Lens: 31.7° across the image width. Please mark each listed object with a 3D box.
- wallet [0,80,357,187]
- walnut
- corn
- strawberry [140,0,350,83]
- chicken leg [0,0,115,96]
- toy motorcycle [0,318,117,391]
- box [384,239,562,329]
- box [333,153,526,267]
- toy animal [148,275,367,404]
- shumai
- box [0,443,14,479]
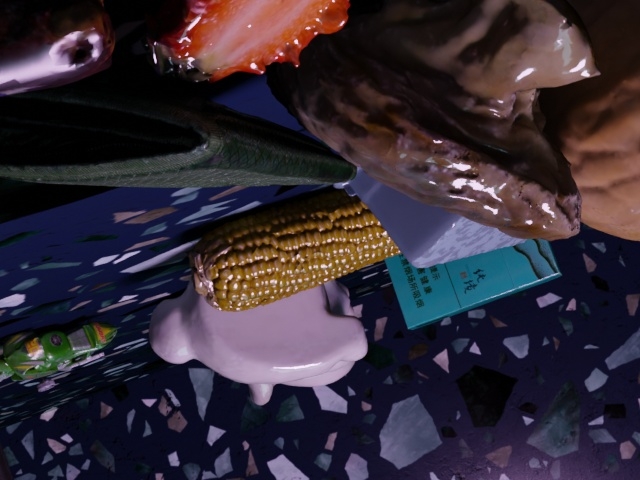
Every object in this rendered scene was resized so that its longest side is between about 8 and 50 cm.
[{"bbox_3d":[-0.085,-0.054,0.634,0.160,0.055,0.236,6,-177,19],"label":"wallet"},{"bbox_3d":[0.249,-0.106,0.733,0.261,0.224,0.225,-26,170,33],"label":"walnut"},{"bbox_3d":[0.000,0.000,1.213,0.293,0.106,0.106,-17,172,-16],"label":"corn"},{"bbox_3d":[-0.022,-0.123,0.516,0.152,0.048,0.104,-35,163,8],"label":"strawberry"},{"bbox_3d":[-0.269,-0.023,0.419,0.407,0.095,0.158,-22,177,-3],"label":"chicken leg"},{"bbox_3d":[-0.364,0.148,1.477,0.190,0.074,0.106,-11,160,-49],"label":"toy motorcycle"},{"bbox_3d":[0.205,0.014,1.589,0.226,0.160,0.042,-21,168,14],"label":"box"},{"bbox_3d":[0.134,-0.074,0.923,0.227,0.130,0.162,-10,152,-47],"label":"box"},{"bbox_3d":[-0.077,0.100,1.402,0.241,0.196,0.367,-12,170,-1],"label":"toy animal"},{"bbox_3d":[0.083,-0.095,0.654,0.152,0.210,0.161,-62,176,23],"label":"shumai"},{"bbox_3d":[-0.481,0.298,1.206,0.205,0.345,0.251,-26,172,23],"label":"box"}]
